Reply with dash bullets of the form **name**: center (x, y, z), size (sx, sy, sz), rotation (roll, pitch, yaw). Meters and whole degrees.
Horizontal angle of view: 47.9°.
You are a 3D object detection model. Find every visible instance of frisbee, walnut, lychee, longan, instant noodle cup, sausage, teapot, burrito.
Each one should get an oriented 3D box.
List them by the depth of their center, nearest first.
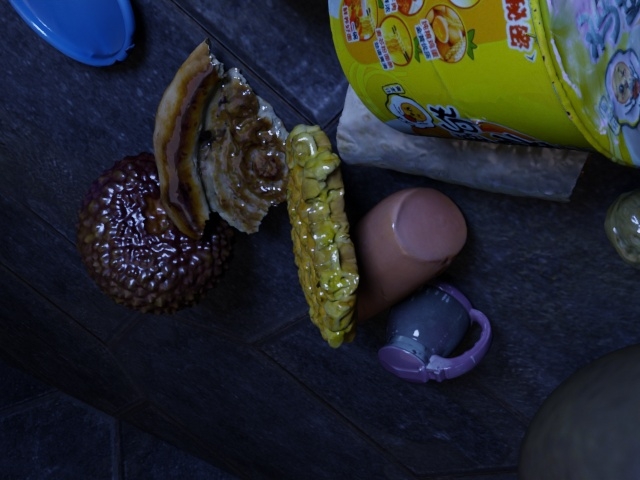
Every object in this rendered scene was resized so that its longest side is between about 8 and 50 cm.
- **instant noodle cup**: center (0.142, -0.181, 0.516), size (0.200, 0.264, 0.264), rotation (7, 140, 50)
- **walnut**: center (0.329, -0.011, 0.717), size (0.092, 0.092, 0.092), rotation (24, 147, 17)
- **burrito**: center (0.156, -0.114, 0.720), size (0.299, 0.105, 0.143), rotation (11, 137, 36)
- **longan**: center (0.393, 0.277, 0.786), size (0.361, 0.361, 0.360), rotation (24, 147, 17)
- **frisbee**: center (-0.332, -0.334, 0.933), size (0.242, 0.045, 0.242), rotation (23, 146, 17)
- **sausage**: center (0.074, 0.032, 0.970), size (0.121, 0.121, 0.304), rotation (38, 149, -5)
- **teapot**: center (0.155, 0.138, 1.011), size (0.148, 0.146, 0.116), rotation (29, 148, 10)
- **lychee**: center (-0.257, -0.007, 1.130), size (0.272, 0.271, 0.271), rotation (24, 147, 17)

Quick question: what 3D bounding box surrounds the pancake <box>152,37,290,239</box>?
- **pancake**: center (-0.146, -0.110, 0.954), size (0.212, 0.056, 0.257), rotation (-29, 114, 17)

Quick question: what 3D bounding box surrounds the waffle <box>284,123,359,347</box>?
- **waffle**: center (0.001, 0.000, 0.855), size (0.056, 0.253, 0.249), rotation (-9, 155, -8)
